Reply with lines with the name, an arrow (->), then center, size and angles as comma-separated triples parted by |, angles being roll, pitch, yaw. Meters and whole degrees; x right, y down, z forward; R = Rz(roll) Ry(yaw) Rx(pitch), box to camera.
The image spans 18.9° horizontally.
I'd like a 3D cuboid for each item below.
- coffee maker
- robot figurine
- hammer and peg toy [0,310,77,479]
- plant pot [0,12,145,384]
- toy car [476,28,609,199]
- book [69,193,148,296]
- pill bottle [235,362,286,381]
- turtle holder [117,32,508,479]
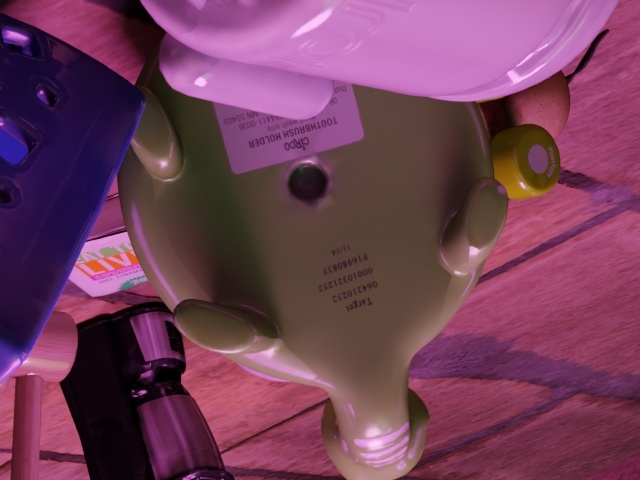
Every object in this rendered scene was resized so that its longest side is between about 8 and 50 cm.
coffee maker -> -0.185, 0.168, 1.751 | 0.171, 0.178, 0.120 | -16, 158, -13
robot figurine -> 0.032, -0.180, 1.005 | 0.353, 0.200, 0.300 | 4, 137, -47
hammer and peg toy -> -0.339, 0.198, 1.583 | 0.127, 0.266, 0.361 | 17, 144, -29
plant pot -> -0.268, -0.017, 1.081 | 0.212, 0.236, 0.236 | 36, 131, -18
toy car -> 0.128, -0.112, 1.405 | 0.155, 0.149, 0.188 | -9, -159, 49
book -> -0.168, 0.006, 1.569 | 0.096, 0.035, 0.144 | -17, 162, 8
pill bottle -> -0.038, 0.013, 1.527 | 0.146, 0.146, 0.264 | -18, 160, 0
turtle holder -> 0.009, -0.018, 1.268 | 0.243, 0.320, 0.227 | -46, -176, -2
